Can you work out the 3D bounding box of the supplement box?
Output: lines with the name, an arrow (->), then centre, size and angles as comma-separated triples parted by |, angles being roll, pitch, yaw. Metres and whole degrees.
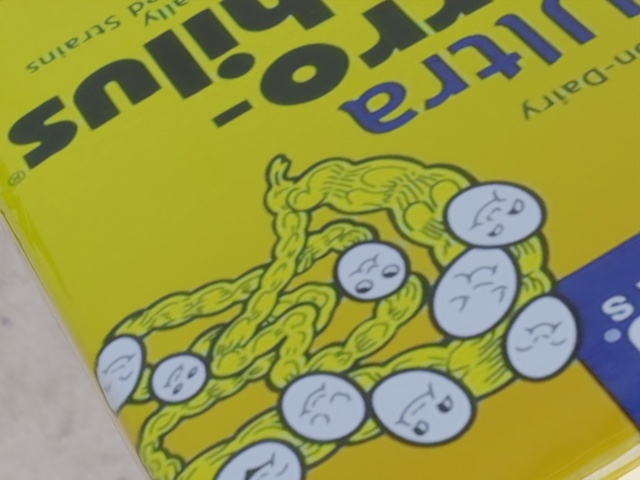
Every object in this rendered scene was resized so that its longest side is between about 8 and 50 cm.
supplement box -> 0.026, 0.006, 0.557 | 0.194, 0.356, 0.195 | -31, 132, -7
